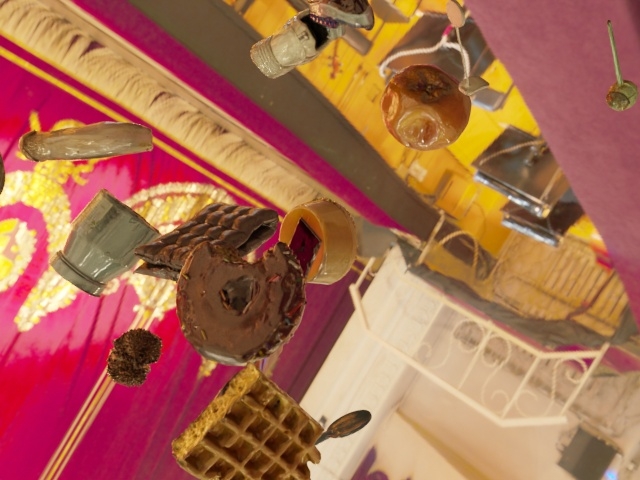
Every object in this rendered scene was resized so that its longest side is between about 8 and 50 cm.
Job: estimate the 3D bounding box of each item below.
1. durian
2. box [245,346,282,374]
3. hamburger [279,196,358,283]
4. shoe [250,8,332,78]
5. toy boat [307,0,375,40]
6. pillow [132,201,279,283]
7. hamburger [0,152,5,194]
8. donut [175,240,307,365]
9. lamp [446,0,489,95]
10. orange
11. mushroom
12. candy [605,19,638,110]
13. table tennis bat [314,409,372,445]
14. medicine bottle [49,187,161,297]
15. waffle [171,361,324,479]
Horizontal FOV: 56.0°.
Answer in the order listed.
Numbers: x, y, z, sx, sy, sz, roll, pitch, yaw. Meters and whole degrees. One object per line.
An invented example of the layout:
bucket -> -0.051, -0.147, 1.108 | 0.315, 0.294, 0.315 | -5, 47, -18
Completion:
durian -> -0.573, 0.366, 1.872 | 0.166, 0.196, 0.196 | 12, -171, -26
box -> -0.170, 0.338, 1.835 | 0.048, 0.112, 0.175 | 15, -150, 16
hamburger -> 0.000, 0.000, 1.987 | 0.176, 0.301, 0.300 | -5, -155, -40
shoe -> -0.023, -0.565, 1.643 | 0.210, 0.342, 0.132 | -17, 112, 39
toy boat -> 0.050, -0.539, 1.445 | 0.262, 0.114, 0.115 | 38, 155, 58
pillow -> -0.273, 0.004, 1.490 | 0.228, 0.101, 0.326 | 11, -149, 31
hamburger -> -0.518, -0.099, 0.838 | 0.062, 0.140, 0.133 | -6, 103, 65
donut -> -0.125, 0.102, 1.008 | 0.230, 0.216, 0.096 | -10, 165, 15
lamp -> 0.276, -0.364, 1.125 | 0.050, 0.056, 0.198 | 56, 174, 45
orange -> 0.292, -0.377, 1.636 | 0.248, 0.249, 0.183 | 31, 158, 7
mushroom -> -0.609, -0.257, 1.571 | 0.350, 0.095, 0.123 | -2, -177, 8
candy -> 0.577, -0.339, 1.172 | 0.061, 0.061, 0.202 | 31, 162, 50
table tennis bat -> 0.048, 0.433, 1.388 | 0.019, 0.155, 0.100 | 68, 168, -7
medicine bottle -> -0.697, 0.015, 1.940 | 0.245, 0.290, 0.245 | 38, 173, 5
waffle -> -0.084, 0.295, 0.854 | 0.211, 0.160, 0.055 | 51, 168, -32
